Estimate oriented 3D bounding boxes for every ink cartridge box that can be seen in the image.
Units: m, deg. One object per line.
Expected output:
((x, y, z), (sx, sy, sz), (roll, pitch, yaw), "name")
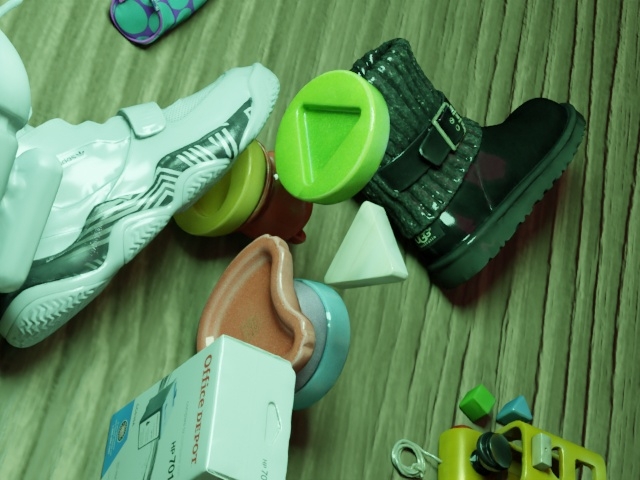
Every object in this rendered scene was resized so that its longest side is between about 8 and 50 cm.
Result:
((-0.113, 0.189, 1.517), (0.082, 0.190, 0.139), (26, 49, -25), "ink cartridge box")

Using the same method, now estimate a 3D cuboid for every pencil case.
((-0.162, -0.274, 1.875), (0.152, 0.064, 0.070), (-47, 122, -47), "pencil case")

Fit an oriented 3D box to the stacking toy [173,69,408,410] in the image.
((0.000, 0.000, 1.689), (0.130, 0.279, 0.309), (22, 49, -43), "stacking toy")

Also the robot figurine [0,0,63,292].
((-0.360, -0.058, 1.410), (0.300, 0.200, 0.353), (22, 84, -32), "robot figurine")

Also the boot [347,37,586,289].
((0.151, -0.133, 1.997), (0.260, 0.131, 0.348), (47, 44, -5), "boot")

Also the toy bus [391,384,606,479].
((0.208, 0.242, 1.817), (0.202, 0.104, 0.191), (-28, 82, -47), "toy bus")

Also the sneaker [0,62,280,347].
((-0.213, -0.089, 1.599), (0.210, 0.137, 0.366), (46, 68, -2), "sneaker")
